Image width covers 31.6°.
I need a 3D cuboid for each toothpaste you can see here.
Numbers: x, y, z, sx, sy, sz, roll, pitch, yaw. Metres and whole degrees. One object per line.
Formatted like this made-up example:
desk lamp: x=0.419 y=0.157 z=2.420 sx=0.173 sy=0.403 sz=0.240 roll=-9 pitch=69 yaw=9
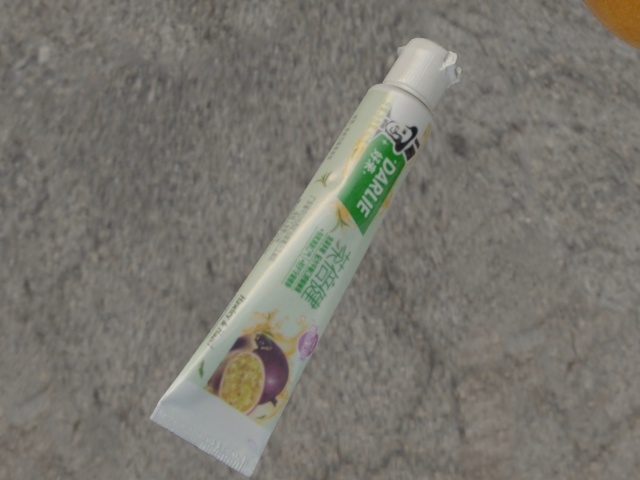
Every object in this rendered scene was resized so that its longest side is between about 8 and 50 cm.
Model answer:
toothpaste: x=0.000 y=0.000 z=0.752 sx=0.058 sy=0.314 sz=0.056 roll=24 pitch=164 yaw=22

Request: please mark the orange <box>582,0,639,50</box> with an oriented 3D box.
orange: x=0.330 y=-0.259 z=0.927 sx=0.261 sy=0.261 sz=0.261 roll=1 pitch=118 yaw=1
